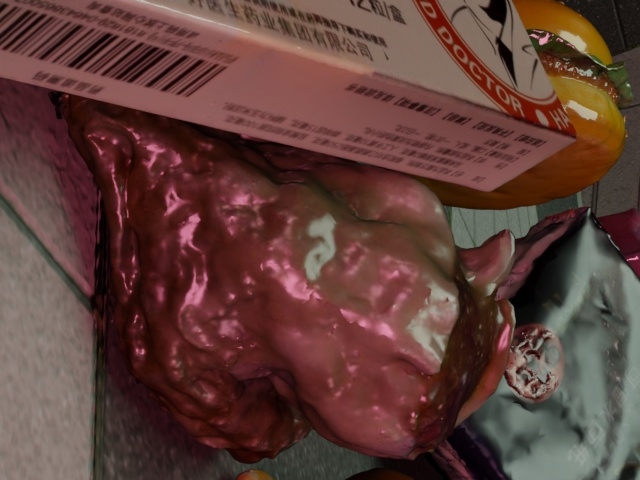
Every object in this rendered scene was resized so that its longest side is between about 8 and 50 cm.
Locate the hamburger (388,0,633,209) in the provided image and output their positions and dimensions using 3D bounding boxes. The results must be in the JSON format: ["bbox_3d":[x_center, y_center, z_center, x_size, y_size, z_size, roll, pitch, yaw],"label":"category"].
[{"bbox_3d":[0.170,-0.140,1.279,0.246,0.246,0.170,44,39,-63],"label":"hamburger"}]

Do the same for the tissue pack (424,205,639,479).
[{"bbox_3d":[0.229,0.165,1.118,0.245,0.123,0.332,-44,106,-25],"label":"tissue pack"}]

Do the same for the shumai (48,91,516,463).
[{"bbox_3d":[0.001,0.001,0.677,0.184,0.185,0.218,-44,121,-72],"label":"shumai"}]

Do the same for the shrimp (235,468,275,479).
[{"bbox_3d":[-0.028,0.168,0.757,0.108,0.023,0.059,61,33,-47],"label":"shrimp"}]

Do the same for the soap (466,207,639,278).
[{"bbox_3d":[0.242,0.169,1.304,0.128,0.233,0.359,-76,150,-64],"label":"soap"}]

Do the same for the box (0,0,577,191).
[{"bbox_3d":[-0.039,-0.144,0.576,0.353,0.069,0.214,11,53,-51],"label":"box"}]

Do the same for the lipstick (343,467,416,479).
[{"bbox_3d":[-0.020,0.183,0.632,0.418,0.077,0.077,-17,95,-70],"label":"lipstick"}]
